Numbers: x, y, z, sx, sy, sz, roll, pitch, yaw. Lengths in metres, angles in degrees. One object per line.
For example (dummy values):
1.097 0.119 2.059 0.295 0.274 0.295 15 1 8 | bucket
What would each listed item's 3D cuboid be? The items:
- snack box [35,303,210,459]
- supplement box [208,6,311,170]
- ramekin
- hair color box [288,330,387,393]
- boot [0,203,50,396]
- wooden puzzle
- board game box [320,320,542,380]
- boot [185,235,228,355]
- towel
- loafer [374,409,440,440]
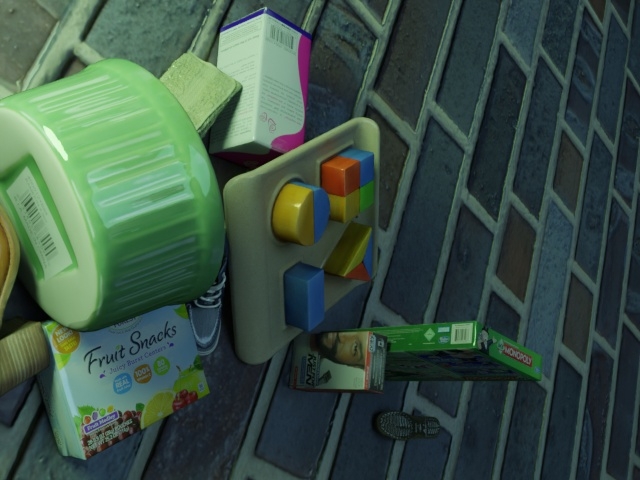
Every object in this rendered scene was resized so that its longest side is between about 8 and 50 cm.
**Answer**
-0.261 0.160 1.005 0.207 0.070 0.175 -21 99 -48 | snack box
-0.094 -0.235 1.224 0.111 0.113 0.220 19 69 -46 | supplement box
-0.261 -0.043 0.879 0.148 0.303 0.304 -26 103 -39 | ramekin
0.027 0.198 1.242 0.053 0.167 0.093 21 68 -44 | hair color box
-0.437 0.064 0.820 0.220 0.109 0.284 -25 109 -43 | boot
0.000 0.000 1.230 0.347 0.080 0.322 -31 130 -44 | wooden puzzle
0.181 0.195 1.301 0.213 0.317 0.046 27 63 -42 | board game box
-0.168 0.069 1.101 0.069 0.086 0.190 -2 81 -28 | boot
-0.195 -0.212 1.132 0.110 0.027 0.148 28 58 4 | towel
0.159 0.354 1.452 0.147 0.050 0.056 17 67 -29 | loafer
